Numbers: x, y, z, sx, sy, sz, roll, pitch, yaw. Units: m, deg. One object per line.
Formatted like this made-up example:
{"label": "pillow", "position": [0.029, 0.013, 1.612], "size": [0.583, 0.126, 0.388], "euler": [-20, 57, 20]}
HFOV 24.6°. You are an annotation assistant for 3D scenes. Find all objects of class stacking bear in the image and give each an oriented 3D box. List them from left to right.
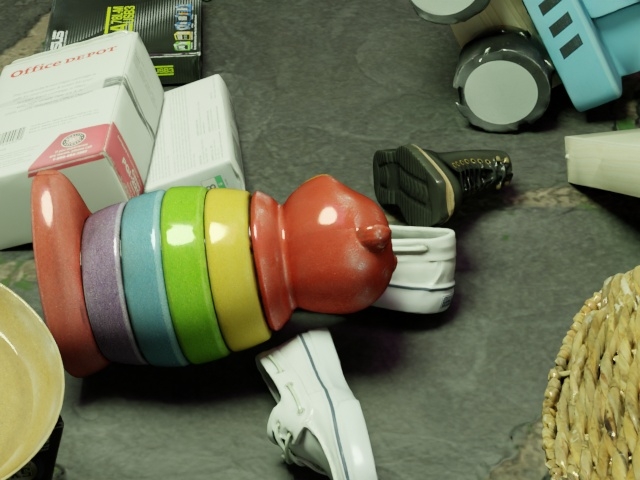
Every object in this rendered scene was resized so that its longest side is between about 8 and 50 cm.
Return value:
{"label": "stacking bear", "position": [-0.080, 0.019, 1.249], "size": [0.289, 0.175, 0.164], "euler": [-9, 64, 5]}

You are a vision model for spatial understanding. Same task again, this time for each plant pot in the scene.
{"label": "plant pot", "position": [-0.303, 0.102, 1.046], "size": [0.236, 0.032, 0.236], "euler": [11, 42, -11]}

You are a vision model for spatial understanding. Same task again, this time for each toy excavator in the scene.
{"label": "toy excavator", "position": [0.357, -0.269, 1.584], "size": [0.445, 0.433, 0.222], "euler": [-20, 29, 24]}

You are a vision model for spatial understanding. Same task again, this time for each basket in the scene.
{"label": "basket", "position": [0.306, 0.170, 1.115], "size": [0.213, 0.223, 0.299], "euler": [-24, 26, 28]}

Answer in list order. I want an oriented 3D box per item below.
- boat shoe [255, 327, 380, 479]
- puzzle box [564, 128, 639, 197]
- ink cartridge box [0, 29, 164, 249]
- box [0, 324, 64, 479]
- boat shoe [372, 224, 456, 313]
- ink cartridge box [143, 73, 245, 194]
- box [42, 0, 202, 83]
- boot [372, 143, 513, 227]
{"label": "boat shoe", "position": [-0.004, 0.152, 1.176], "size": [0.075, 0.083, 0.226], "euler": [-17, 25, -3]}
{"label": "puzzle box", "position": [0.410, -0.076, 1.331], "size": [0.272, 0.052, 0.409], "euler": [-6, 7, -7]}
{"label": "ink cartridge box", "position": [-0.254, -0.104, 1.477], "size": [0.158, 0.092, 0.218], "euler": [-13, 39, 13]}
{"label": "box", "position": [-0.306, 0.128, 1.100], "size": [0.180, 0.078, 0.147], "euler": [-13, 51, -32]}
{"label": "boat shoe", "position": [0.000, 0.000, 1.352], "size": [0.258, 0.084, 0.095], "euler": [9, 17, 8]}
{"label": "ink cartridge box", "position": [-0.194, -0.078, 1.533], "size": [0.224, 0.056, 0.181], "euler": [-20, 36, 6]}
{"label": "box", "position": [-0.233, -0.246, 1.754], "size": [0.184, 0.045, 0.191], "euler": [-1, 35, -3]}
{"label": "boot", "position": [0.140, -0.063, 1.423], "size": [0.137, 0.077, 0.198], "euler": [-4, 15, -12]}
